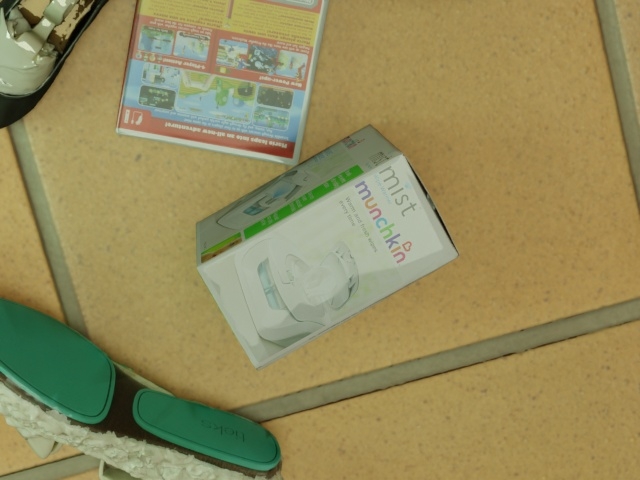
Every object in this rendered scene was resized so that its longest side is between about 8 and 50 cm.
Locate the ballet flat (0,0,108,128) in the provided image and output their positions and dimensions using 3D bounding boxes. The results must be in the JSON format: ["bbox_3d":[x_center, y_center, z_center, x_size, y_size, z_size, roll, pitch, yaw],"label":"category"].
[{"bbox_3d":[-0.290,-0.233,1.502,0.095,0.096,0.280,35,96,-11],"label":"ballet flat"}]

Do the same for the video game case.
[{"bbox_3d":[-0.098,-0.238,1.555,0.204,0.025,0.285,10,99,-7],"label":"video game case"}]

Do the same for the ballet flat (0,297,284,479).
[{"bbox_3d":[-0.236,0.207,1.574,0.409,0.147,0.147,28,97,-12],"label":"ballet flat"}]

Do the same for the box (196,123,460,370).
[{"bbox_3d":[0.000,0.000,1.489,0.231,0.262,0.127,-30,102,2],"label":"box"}]
